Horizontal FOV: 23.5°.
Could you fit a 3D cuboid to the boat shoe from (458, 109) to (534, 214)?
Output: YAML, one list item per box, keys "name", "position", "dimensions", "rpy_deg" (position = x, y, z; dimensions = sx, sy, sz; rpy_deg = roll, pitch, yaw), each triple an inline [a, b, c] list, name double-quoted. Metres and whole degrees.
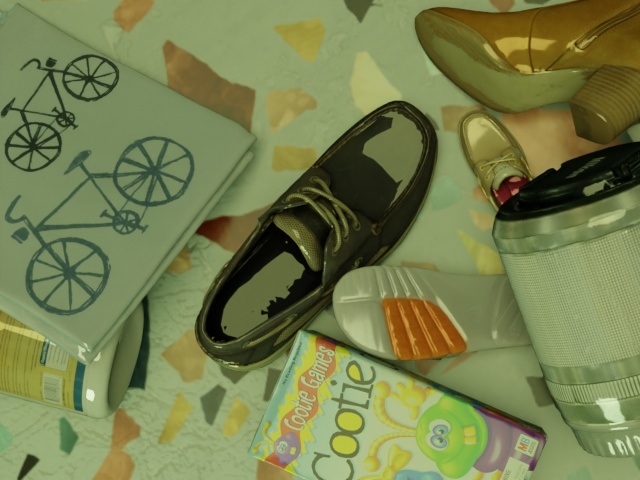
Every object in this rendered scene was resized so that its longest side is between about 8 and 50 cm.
- name: "boat shoe"
  position: [0.203, -0.068, 1.664]
  dimensions: [0.063, 0.059, 0.170]
  rpy_deg: [-30, 85, 4]

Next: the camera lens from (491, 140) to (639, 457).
- name: "camera lens"
  position: [0.310, 0.052, 1.546]
  dimensions: [0.219, 0.219, 0.274]
  rpy_deg: [-20, 99, 5]

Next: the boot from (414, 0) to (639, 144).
- name: "boot"
  position: [0.269, -0.226, 1.651]
  dimensions: [0.295, 0.104, 0.211]
  rpy_deg: [31, 63, 33]

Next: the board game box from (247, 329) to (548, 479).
- name: "board game box"
  position: [0.083, 0.210, 1.619]
  dimensions: [0.275, 0.144, 0.142]
  rpy_deg: [23, 89, 6]

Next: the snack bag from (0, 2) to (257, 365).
- name: "snack bag"
  position: [-0.293, -0.071, 1.661]
  dimensions: [0.342, 0.037, 0.323]
  rpy_deg: [29, 64, 12]

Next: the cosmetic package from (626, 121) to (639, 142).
- name: "cosmetic package"
  position: [0.521, -0.027, 1.531]
  dimensions: [0.284, 0.097, 0.377]
  rpy_deg: [-35, 82, 43]

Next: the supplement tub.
- name: "supplement tub"
  position: [-0.306, 0.103, 1.668]
  dimensions: [0.199, 0.144, 0.144]
  rpy_deg: [14, 88, 6]

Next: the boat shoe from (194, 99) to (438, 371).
- name: "boat shoe"
  position: [0.000, 0.000, 1.646]
  dimensions: [0.132, 0.130, 0.355]
  rpy_deg: [38, 91, 7]

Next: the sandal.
- name: "sandal"
  position: [0.137, 0.085, 1.660]
  dimensions: [0.265, 0.076, 0.102]
  rpy_deg: [2, 77, -14]
